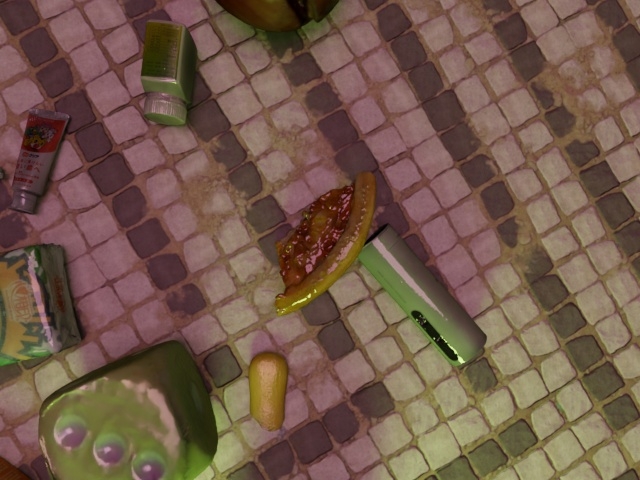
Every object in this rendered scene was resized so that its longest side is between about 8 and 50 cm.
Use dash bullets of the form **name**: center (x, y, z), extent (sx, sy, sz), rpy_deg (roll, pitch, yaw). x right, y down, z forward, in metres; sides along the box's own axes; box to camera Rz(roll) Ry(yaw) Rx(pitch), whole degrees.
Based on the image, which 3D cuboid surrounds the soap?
- **soap**: center (-0.119, 0.335, 1.002), extent (0.089, 0.033, 0.169), rpy_deg (5, 87, -2)

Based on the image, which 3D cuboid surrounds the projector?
- **projector**: center (0.221, 0.119, 1.001), extent (0.108, 0.108, 0.338), rpy_deg (-41, 90, -5)

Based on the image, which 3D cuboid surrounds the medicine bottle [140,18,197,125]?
- **medicine bottle**: center (-0.326, -0.353, 0.970), extent (0.088, 0.132, 0.189), rpy_deg (6, 87, -4)

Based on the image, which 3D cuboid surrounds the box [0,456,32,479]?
- **box**: center (-0.651, 0.626, 0.898), extent (0.341, 0.143, 0.225), rpy_deg (38, 85, 0)

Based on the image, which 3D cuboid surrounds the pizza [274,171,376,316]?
- **pizza**: center (0.000, 0.000, 0.979), extent (0.182, 0.074, 0.365), rpy_deg (41, 94, 28)

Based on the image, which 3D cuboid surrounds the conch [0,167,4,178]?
- **conch**: center (-0.776, -0.140, 0.971), extent (0.179, 0.088, 0.065), rpy_deg (-9, 131, -11)

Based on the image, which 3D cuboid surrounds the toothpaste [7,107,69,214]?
- **toothpaste**: center (-0.623, -0.175, 0.986), extent (0.089, 0.057, 0.235), rpy_deg (10, 79, -2)

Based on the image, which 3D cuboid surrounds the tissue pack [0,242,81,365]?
- **tissue pack**: center (-0.686, 0.146, 0.923), extent (0.310, 0.128, 0.228), rpy_deg (-13, 90, -4)

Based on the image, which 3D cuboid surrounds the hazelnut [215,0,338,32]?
- **hazelnut**: center (-0.068, -0.636, 0.905), extent (0.358, 0.359, 0.410), rpy_deg (15, 94, -3)

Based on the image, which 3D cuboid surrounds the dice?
- **dice**: center (-0.357, 0.355, 0.875), extent (0.249, 0.254, 0.252), rpy_deg (-23, 88, -8)
